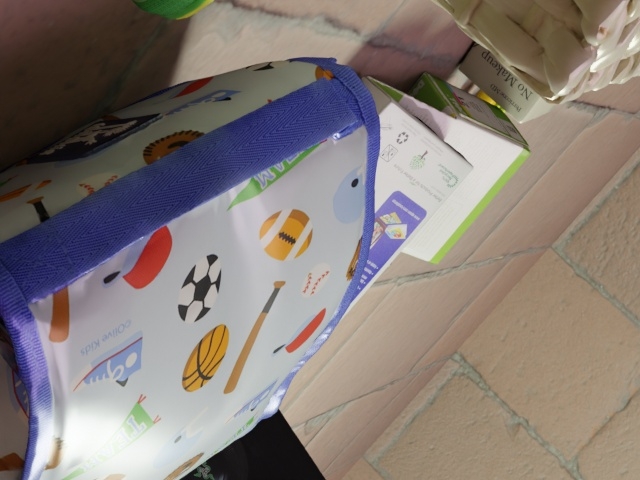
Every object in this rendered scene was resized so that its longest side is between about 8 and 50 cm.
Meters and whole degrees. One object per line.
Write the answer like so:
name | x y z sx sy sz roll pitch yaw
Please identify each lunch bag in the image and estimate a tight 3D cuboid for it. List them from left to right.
lunch bag | -0.148 0.043 0.930 0.328 0.239 0.385 -32 167 -36

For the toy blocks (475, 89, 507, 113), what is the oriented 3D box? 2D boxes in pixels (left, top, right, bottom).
toy blocks | 0.248 -0.206 1.685 0.148 0.054 0.123 -46 164 0

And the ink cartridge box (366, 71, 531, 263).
ink cartridge box | 0.083 -0.099 1.476 0.255 0.097 0.189 20 119 -36

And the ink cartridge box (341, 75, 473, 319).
ink cartridge box | 0.000 0.000 1.373 0.333 0.065 0.165 -50 136 6

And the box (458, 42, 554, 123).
box | 0.286 -0.276 1.497 0.094 0.113 0.275 -26 154 -53

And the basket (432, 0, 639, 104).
basket | 0.158 -0.302 0.686 0.266 0.331 0.328 -21 152 -45

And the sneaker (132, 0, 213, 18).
sneaker | -0.104 -0.214 0.668 0.123 0.109 0.295 -18 160 -11

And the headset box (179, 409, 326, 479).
headset box | -0.168 0.200 1.219 0.246 0.283 0.131 -29 173 -45
